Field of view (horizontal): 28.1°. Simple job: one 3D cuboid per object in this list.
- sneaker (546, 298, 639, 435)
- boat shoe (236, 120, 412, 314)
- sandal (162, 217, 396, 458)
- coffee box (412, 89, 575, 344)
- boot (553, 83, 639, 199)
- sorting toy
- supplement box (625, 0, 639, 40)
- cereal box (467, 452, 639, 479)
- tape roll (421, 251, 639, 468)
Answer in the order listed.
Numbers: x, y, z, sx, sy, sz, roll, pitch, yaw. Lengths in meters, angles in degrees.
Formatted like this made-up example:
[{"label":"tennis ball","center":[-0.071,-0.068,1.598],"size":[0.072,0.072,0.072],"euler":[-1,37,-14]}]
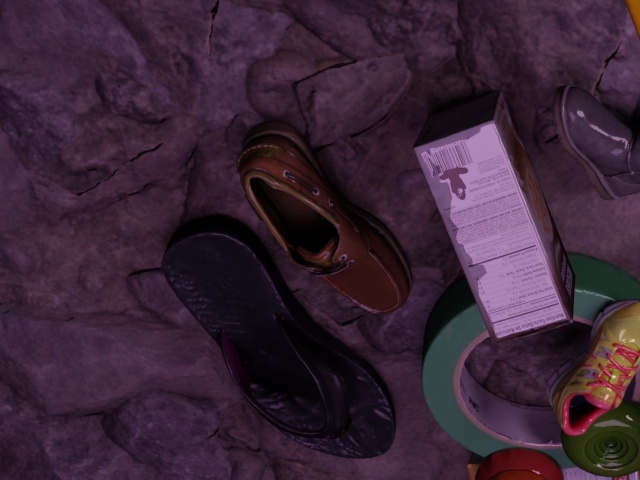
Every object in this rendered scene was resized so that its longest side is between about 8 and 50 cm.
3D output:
[{"label":"sneaker","center":[0.350,0.159,1.542],"size":[0.081,0.094,0.208],"euler":[23,125,-8]},{"label":"boat shoe","center":[0.000,0.000,1.553],"size":[0.111,0.104,0.307],"euler":[-31,118,27]},{"label":"sandal","center":[-0.059,0.165,1.684],"size":[0.168,0.107,0.445],"euler":[-26,120,24]},{"label":"coffee box","center":[0.200,-0.028,1.443],"size":[0.098,0.141,0.246],"euler":[-19,106,19]},{"label":"boot","center":[0.382,-0.118,1.400],"size":[0.209,0.076,0.190],"euler":[-5,144,40]},{"label":"sorting toy","center":[0.351,0.299,1.627],"size":[0.365,0.126,0.127],"euler":[-34,113,29]},{"label":"supplement box","center":[0.319,-0.393,1.155],"size":[0.195,0.194,0.356],"euler":[-19,122,20]},{"label":"cereal box","center":[0.336,0.376,1.781],"size":[0.240,0.047,0.173],"euler":[-3,111,24]},{"label":"tape roll","center":[0.292,0.161,1.658],"size":[0.321,0.077,0.321],"euler":[3,128,4]}]
